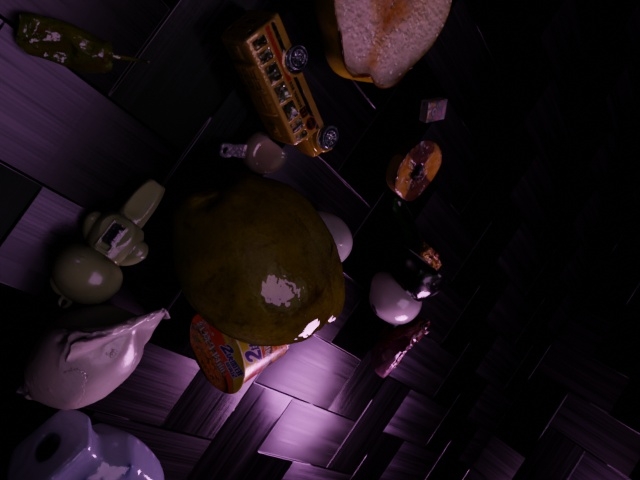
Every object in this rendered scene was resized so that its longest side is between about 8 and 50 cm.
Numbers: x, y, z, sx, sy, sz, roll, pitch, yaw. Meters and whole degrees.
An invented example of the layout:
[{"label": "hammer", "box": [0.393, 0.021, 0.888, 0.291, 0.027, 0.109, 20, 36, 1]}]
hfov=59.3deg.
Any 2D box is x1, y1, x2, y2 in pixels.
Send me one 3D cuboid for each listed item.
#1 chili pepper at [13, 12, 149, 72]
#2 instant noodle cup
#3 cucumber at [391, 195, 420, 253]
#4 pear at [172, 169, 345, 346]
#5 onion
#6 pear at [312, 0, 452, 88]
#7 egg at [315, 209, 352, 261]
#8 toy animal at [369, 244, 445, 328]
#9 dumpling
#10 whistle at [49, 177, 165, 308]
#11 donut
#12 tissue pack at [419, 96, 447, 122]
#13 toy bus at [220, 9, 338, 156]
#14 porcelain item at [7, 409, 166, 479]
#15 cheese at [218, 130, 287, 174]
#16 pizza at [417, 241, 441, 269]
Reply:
[{"label": "chili pepper", "box": [-0.405, -0.322, 0.955, 0.204, 0.073, 0.072, 12, 122, -34]}, {"label": "instant noodle cup", "box": [-0.191, 0.244, 1.382, 0.174, 0.213, 0.213, -21, 126, -44]}, {"label": "cucumber", "box": [0.268, -0.043, 1.731, 0.056, 0.056, 0.284, -45, 139, -14]}, {"label": "pear", "box": [-0.136, 0.049, 1.209, 0.352, 0.352, 0.413, -44, 101, -15]}, {"label": "onion", "box": [0.263, 0.313, 1.838, 0.227, 0.120, 0.283, -38, 164, -43]}, {"label": "pear", "box": [0.111, -0.541, 1.209, 0.340, 0.191, 0.387, 10, 109, -44]}, {"label": "egg", "box": [0.000, 0.000, 1.441, 0.209, 0.151, 0.151, 11, 105, -46]}, {"label": "toy animal", "box": [0.256, 0.149, 1.742, 0.187, 0.165, 0.235, 33, 104, -30]}, {"label": "dumpling", "box": [-0.441, 0.222, 1.126, 0.260, 0.181, 0.341, -20, 143, -51]}, {"label": "whistle", "box": [-0.415, 0.011, 1.115, 0.294, 0.141, 0.141, -57, 140, -28]}, {"label": "donut", "box": [0.263, -0.209, 1.620, 0.166, 0.073, 0.184, 21, 98, -47]}, {"label": "tissue pack", "box": [0.324, -0.375, 1.610, 0.083, 0.035, 0.063, -19, 125, -33]}, {"label": "toy bus", "box": [-0.082, -0.316, 1.205, 0.123, 0.121, 0.336, -44, 134, -20]}, {"label": "porcelain item", "box": [-0.497, 0.553, 1.282, 0.242, 0.178, 0.405, -42, 137, -18]}, {"label": "cheese", "box": [-0.149, -0.204, 1.268, 0.171, 0.047, 0.092, 23, 95, -46]}, {"label": "pizza", "box": [0.343, 0.075, 1.870, 0.175, 0.046, 0.134, -22, 126, -32]}]
